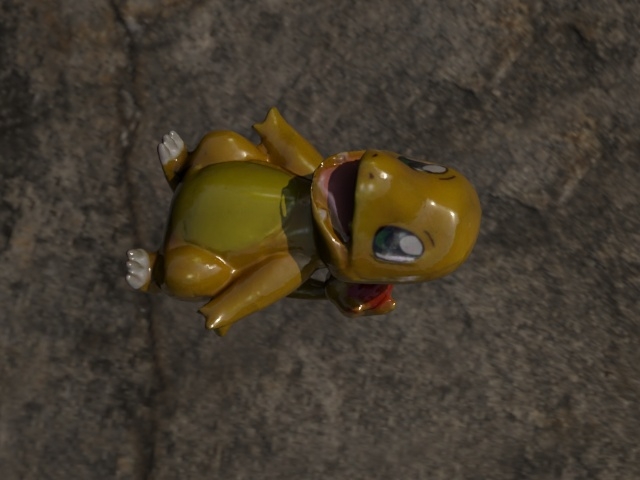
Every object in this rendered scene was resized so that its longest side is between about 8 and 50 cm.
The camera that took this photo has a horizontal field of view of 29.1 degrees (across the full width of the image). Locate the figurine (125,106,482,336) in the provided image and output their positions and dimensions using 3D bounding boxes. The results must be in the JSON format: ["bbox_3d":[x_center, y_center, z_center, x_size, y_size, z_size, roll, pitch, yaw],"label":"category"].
[{"bbox_3d":[0.003,0.002,0.599,0.176,0.122,0.121,-4,59,38],"label":"figurine"}]
